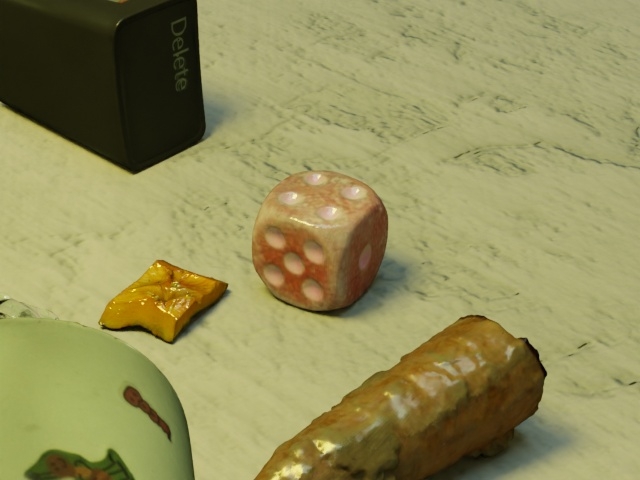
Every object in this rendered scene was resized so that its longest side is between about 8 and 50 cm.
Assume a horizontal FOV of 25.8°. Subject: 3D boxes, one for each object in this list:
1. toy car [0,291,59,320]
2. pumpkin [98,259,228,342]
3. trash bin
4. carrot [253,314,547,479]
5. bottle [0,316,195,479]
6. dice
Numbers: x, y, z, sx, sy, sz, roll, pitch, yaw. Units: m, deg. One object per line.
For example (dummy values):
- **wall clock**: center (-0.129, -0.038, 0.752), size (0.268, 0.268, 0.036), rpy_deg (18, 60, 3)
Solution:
- **toy car**: center (-0.260, 0.064, 1.164), size (0.093, 0.025, 0.041), rpy_deg (19, 35, 27)
- **pumpkin**: center (-0.133, 0.045, 1.189), size (0.073, 0.035, 0.101), rpy_deg (12, 36, 23)
- **trash bin**: center (-0.240, -0.192, 1.453), size (0.225, 0.165, 0.115), rpy_deg (23, 39, 36)
- **carrot**: center (0.042, 0.139, 0.986), size (0.263, 0.102, 0.102), rpy_deg (-26, 40, -34)
- **bottle**: center (-0.169, 0.226, 0.744), size (0.229, 0.229, 0.351), rpy_deg (-4, 35, -7)
- **dice**: center (0.000, 0.000, 1.208), size (0.091, 0.094, 0.093), rpy_deg (21, 36, 24)
